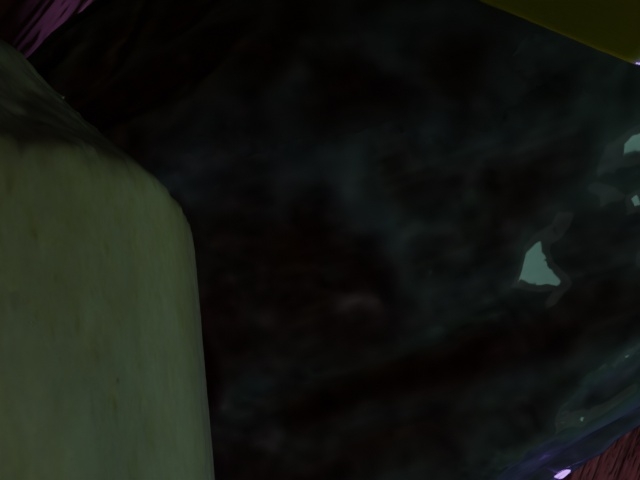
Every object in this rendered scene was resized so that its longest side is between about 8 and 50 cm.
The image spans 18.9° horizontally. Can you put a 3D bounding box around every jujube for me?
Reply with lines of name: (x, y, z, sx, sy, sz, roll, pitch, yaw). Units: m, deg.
jujube: (0.000, -0.001, 0.721, 0.215, 0.308, 0.246, -99, 172, -68)

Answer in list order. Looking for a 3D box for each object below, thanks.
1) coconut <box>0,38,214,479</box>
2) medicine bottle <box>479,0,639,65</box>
coconut: (-0.117, 0.069, 0.380, 0.202, 0.202, 0.222, 78, 8, -73)
medicine bottle: (0.026, -0.171, 0.569, 0.141, 0.250, 0.137, -46, 158, -59)
